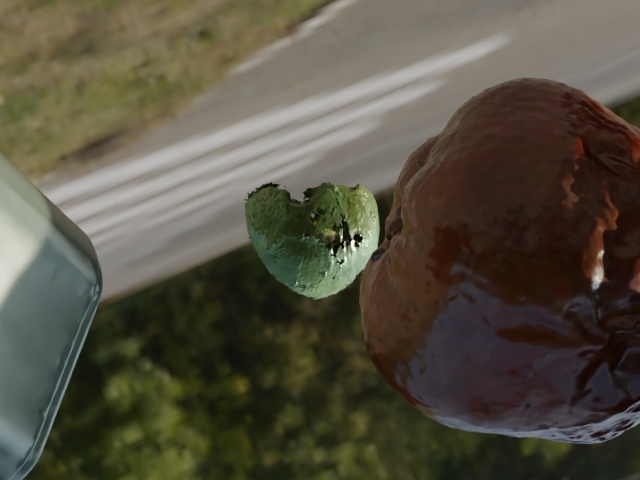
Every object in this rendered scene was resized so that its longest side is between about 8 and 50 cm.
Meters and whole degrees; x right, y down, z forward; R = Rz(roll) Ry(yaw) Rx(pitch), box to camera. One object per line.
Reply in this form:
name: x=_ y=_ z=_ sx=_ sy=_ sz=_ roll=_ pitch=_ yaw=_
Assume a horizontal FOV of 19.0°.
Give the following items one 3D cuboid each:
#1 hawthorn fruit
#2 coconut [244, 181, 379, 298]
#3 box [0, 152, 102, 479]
hawthorn fruit: x=0.149 y=0.026 z=1.049 sx=0.207 sy=0.243 sz=0.207 roll=24 pitch=90 yaw=-89
coconut: x=0.004 y=-0.001 z=1.906 sx=0.158 sy=0.133 sz=0.055 roll=-13 pitch=-165 yaw=-32
box: x=-0.250 y=0.010 z=0.816 sx=0.312 sy=0.175 sz=0.182 roll=4 pitch=156 yaw=35
